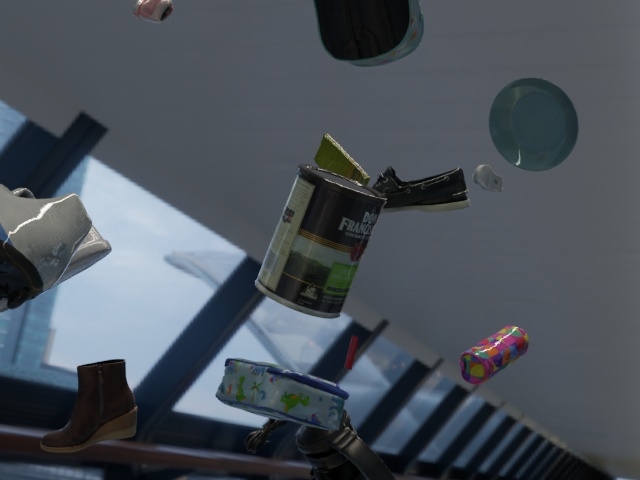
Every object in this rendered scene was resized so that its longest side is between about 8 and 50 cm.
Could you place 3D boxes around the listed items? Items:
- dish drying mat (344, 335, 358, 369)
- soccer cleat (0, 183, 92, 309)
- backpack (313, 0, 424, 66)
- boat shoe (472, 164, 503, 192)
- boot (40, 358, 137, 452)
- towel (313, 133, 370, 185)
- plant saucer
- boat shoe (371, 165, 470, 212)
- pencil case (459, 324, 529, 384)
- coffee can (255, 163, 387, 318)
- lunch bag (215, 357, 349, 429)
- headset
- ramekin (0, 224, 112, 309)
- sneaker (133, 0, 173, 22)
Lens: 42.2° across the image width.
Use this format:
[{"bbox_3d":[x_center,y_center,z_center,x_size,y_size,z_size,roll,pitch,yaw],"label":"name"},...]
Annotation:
[{"bbox_3d":[0.080,0.284,2.101,0.008,0.083,0.032,14,-1,-26],"label":"dish drying mat"},{"bbox_3d":[-0.395,0.000,0.914,0.331,0.143,0.116,4,-51,27],"label":"soccer cleat"},{"bbox_3d":[0.075,-0.358,1.257,0.165,0.189,0.144,-8,-5,19],"label":"backpack"},{"bbox_3d":[0.476,-0.180,2.411,0.063,0.066,0.184,2,-2,31],"label":"boat shoe"},{"bbox_3d":[-0.590,0.410,2.076,0.248,0.207,0.090,-10,11,-9],"label":"boot"},{"bbox_3d":[0.056,-0.207,2.413,0.021,0.102,0.237,-1,38,-40],"label":"towel"},{"bbox_3d":[0.441,-0.240,1.699,0.194,0.195,0.037,-5,14,41],"label":"plant saucer"},{"bbox_3d":[0.188,-0.126,2.004,0.339,0.113,0.127,-1,11,12],"label":"boat shoe"},{"bbox_3d":[0.475,0.311,2.269,0.104,0.105,0.236,-7,9,45],"label":"pencil case"},{"bbox_3d":[0.000,0.000,1.766,0.201,0.276,0.201,20,11,-4],"label":"coffee can"},{"bbox_3d":[-0.068,0.271,1.453,0.176,0.090,0.219,26,-17,-30],"label":"lunch bag"},{"bbox_3d":[0.008,0.487,1.812,0.394,0.185,0.243,29,-34,43],"label":"headset"},{"bbox_3d":[-0.574,0.030,1.691,0.272,0.127,0.273,-29,2,1],"label":"ramekin"},{"bbox_3d":[-0.321,-0.496,1.682,0.070,0.134,0.051,21,-21,4],"label":"sneaker"}]
